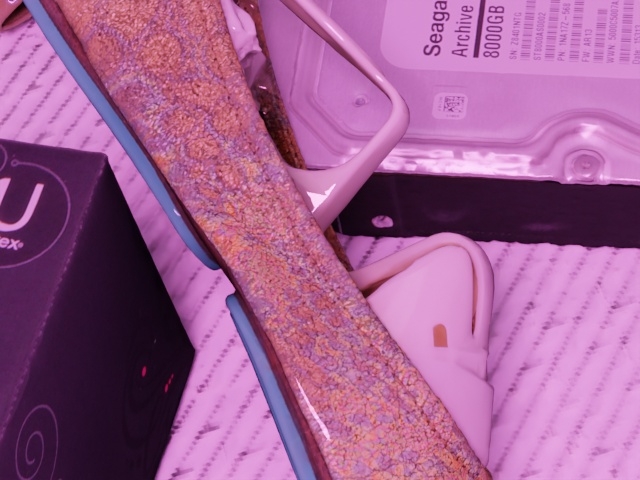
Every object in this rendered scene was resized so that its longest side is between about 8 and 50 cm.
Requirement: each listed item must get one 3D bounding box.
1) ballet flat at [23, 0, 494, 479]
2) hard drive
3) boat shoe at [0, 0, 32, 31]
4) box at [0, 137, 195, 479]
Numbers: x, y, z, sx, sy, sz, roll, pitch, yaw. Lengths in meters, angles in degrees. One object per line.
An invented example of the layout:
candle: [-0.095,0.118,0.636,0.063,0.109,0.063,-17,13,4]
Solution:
ballet flat: [0.000,0.000,0.663,0.123,0.123,0.348,-28,75,-8]
hard drive: [0.142,-0.110,0.781,0.339,0.064,0.237,4,60,11]
boat shoe: [-0.094,-0.166,0.855,0.190,0.068,0.072,-31,72,1]
box: [-0.163,0.109,0.634,0.143,0.165,0.270,8,62,14]
